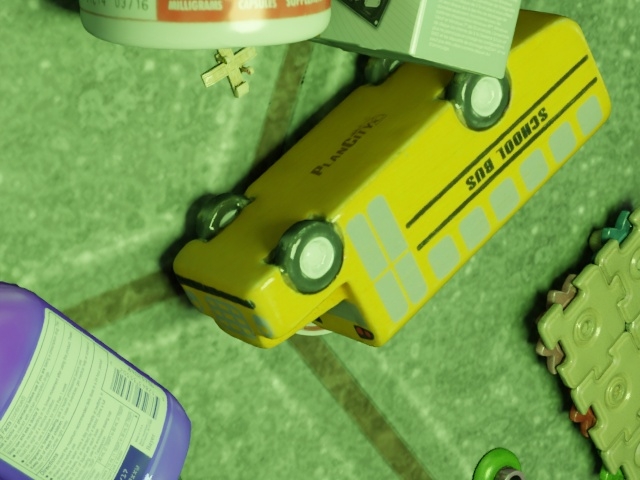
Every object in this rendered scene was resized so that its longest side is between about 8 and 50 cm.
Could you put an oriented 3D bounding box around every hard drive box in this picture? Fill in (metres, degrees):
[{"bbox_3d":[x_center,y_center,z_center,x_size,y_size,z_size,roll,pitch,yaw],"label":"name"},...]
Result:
[{"bbox_3d":[0.061,-0.239,1.265,0.089,0.181,0.232,10,94,-39],"label":"hard drive box"}]

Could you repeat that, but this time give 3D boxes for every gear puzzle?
[{"bbox_3d":[0.282,0.127,1.635,0.175,0.044,0.339,-47,129,-22],"label":"gear puzzle"}]

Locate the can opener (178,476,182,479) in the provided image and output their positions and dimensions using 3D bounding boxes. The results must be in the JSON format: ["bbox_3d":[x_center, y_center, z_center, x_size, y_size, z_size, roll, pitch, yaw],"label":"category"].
[{"bbox_3d":[-0.159,0.287,1.304,0.280,0.074,0.093,-61,164,-7],"label":"can opener"}]

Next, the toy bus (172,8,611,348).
[{"bbox_3d":[0.055,-0.041,1.338,0.332,0.108,0.130,-44,126,-23],"label":"toy bus"}]

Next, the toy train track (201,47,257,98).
[{"bbox_3d":[-0.065,-0.136,1.296,0.048,0.014,0.083,-37,121,-27],"label":"toy train track"}]

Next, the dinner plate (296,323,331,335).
[{"bbox_3d":[0.000,0.000,1.382,0.141,0.017,0.141,-11,108,-38],"label":"dinner plate"}]

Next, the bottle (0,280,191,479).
[{"bbox_3d":[-0.207,0.088,1.181,0.283,0.092,0.118,40,60,-36],"label":"bottle"}]

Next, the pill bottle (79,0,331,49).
[{"bbox_3d":[-0.073,-0.269,1.159,0.161,0.161,0.283,-12,109,-37],"label":"pill bottle"}]

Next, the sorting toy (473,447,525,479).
[{"bbox_3d":[0.140,0.217,1.535,0.102,0.042,0.061,-34,120,-29],"label":"sorting toy"}]
